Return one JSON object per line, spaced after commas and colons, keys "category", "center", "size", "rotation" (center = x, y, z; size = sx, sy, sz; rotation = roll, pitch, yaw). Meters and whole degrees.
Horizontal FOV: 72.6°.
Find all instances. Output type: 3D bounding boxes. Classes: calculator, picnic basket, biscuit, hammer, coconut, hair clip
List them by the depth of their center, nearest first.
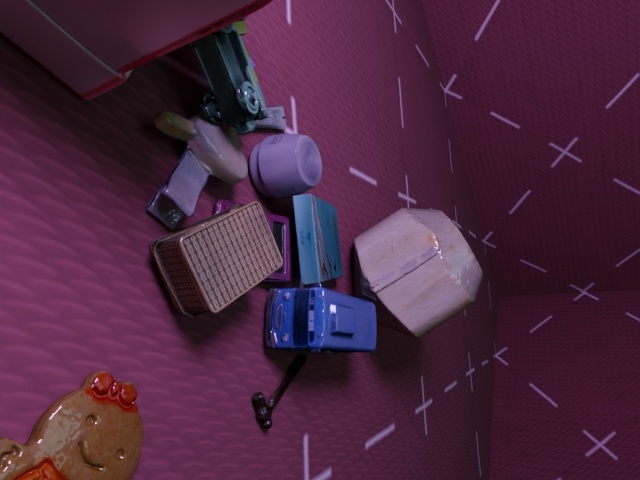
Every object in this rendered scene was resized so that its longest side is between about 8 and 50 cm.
{"category": "biscuit", "center": [-0.261, 0.243, 0.437], "size": [0.225, 0.036, 0.166], "rotation": [-50, 124, -52]}
{"category": "picnic basket", "center": [-0.142, 0.022, 0.615], "size": [0.164, 0.079, 0.115], "rotation": [-35, 109, -46]}
{"category": "hair clip", "center": [-0.181, -0.124, 0.635], "size": [0.159, 0.071, 0.219], "rotation": [54, 36, -36]}
{"category": "calculator", "center": [-0.113, 0.006, 0.748], "size": [0.190, 0.034, 0.127], "rotation": [15, 71, -52]}
{"category": "hammer", "center": [-0.064, 0.254, 0.785], "size": [0.178, 0.021, 0.065], "rotation": [-43, 119, -55]}
{"category": "coconut", "center": [0.214, 0.081, 1.058], "size": [0.323, 0.322, 0.323], "rotation": [20, 66, -57]}

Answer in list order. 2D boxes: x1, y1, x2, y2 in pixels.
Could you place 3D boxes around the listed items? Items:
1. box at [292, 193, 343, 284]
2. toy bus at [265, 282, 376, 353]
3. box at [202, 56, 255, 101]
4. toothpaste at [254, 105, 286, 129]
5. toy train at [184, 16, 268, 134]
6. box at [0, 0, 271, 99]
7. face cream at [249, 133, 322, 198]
{"category": "box", "center": [0.000, 0.000, 0.874], "size": [0.229, 0.041, 0.162], "rotation": [5, 79, -77]}
{"category": "toy bus", "center": [0.010, 0.155, 0.822], "size": [0.234, 0.133, 0.116], "rotation": [25, 63, -56]}
{"category": "box", "center": [-0.150, -0.265, 0.725], "size": [0.036, 0.050, 0.117], "rotation": [48, 42, -42]}
{"category": "toothpaste", "center": [-0.115, -0.225, 0.800], "size": [0.197, 0.029, 0.048], "rotation": [-30, 112, -61]}
{"category": "toy train", "center": [-0.133, -0.260, 0.631], "size": [0.132, 0.083, 0.200], "rotation": [-61, 139, -57]}
{"category": "box", "center": [-0.208, -0.383, 0.403], "size": [0.314, 0.299, 0.313], "rotation": [44, 47, -47]}
{"category": "face cream", "center": [-0.063, -0.135, 0.791], "size": [0.117, 0.104, 0.117], "rotation": [15, 73, -58]}
